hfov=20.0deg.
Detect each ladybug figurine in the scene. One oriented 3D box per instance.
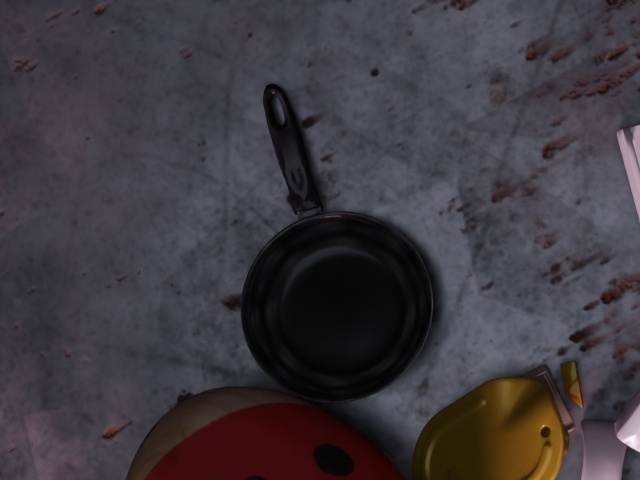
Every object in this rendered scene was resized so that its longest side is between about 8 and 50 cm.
[{"bbox_3d":[-0.034,0.310,1.731,0.305,0.162,0.449,-31,57,-12],"label":"ladybug figurine"}]

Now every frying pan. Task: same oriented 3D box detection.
[{"bbox_3d":[-0.022,0.021,1.863,0.197,0.053,0.326,-39,73,0],"label":"frying pan"}]

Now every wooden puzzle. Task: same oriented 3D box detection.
[{"bbox_3d":[0.214,0.170,1.833,0.116,0.014,0.078,-21,82,18],"label":"wooden puzzle"}]

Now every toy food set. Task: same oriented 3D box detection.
[{"bbox_3d":[0.166,0.223,1.812,0.218,0.071,0.128,-34,63,28],"label":"toy food set"}]

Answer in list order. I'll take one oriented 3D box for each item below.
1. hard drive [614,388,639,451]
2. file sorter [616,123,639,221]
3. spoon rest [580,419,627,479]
[{"bbox_3d":[0.436,0.105,1.640,0.203,0.040,0.307,29,112,-7],"label":"hard drive"},{"bbox_3d":[0.434,-0.052,1.710,0.278,0.173,0.192,-15,86,12],"label":"file sorter"},{"bbox_3d":[0.268,0.318,1.788,0.137,0.084,0.276,4,90,12],"label":"spoon rest"}]
